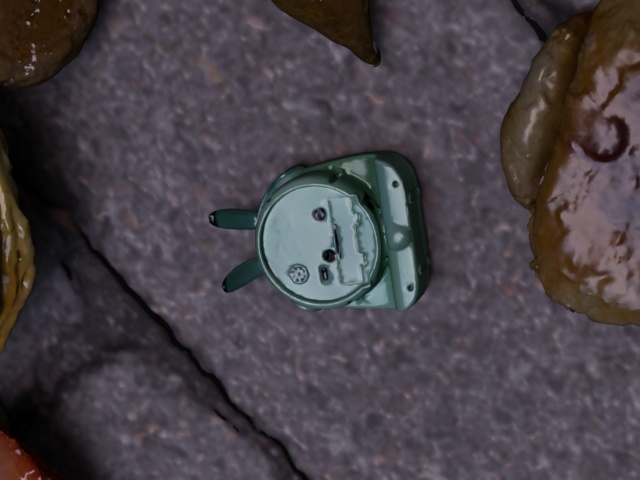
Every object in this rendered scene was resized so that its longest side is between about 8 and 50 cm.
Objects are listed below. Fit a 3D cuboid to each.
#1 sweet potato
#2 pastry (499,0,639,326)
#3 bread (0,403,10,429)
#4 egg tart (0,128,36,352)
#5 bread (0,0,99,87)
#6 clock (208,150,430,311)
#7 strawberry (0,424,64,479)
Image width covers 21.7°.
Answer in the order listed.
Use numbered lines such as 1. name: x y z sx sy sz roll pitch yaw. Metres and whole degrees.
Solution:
1. sweet potato: -0.047 -0.216 1.013 0.075 0.075 0.269 -40 87 21
2. pastry: 0.215 -0.041 0.966 0.229 0.100 0.218 36 111 6
3. bread: -0.280 0.117 1.187 0.094 0.035 0.090 -26 96 20
4. egg tart: -0.321 -0.031 1.113 0.318 0.128 0.319 5 108 16
5. bread: -0.187 -0.148 1.070 0.082 0.060 0.113 41 82 -25
6. clock: 0.000 0.000 1.071 0.135 0.041 0.101 -7 102 18
7. strawberry: -0.234 0.185 1.150 0.146 0.082 0.187 0 123 -8
